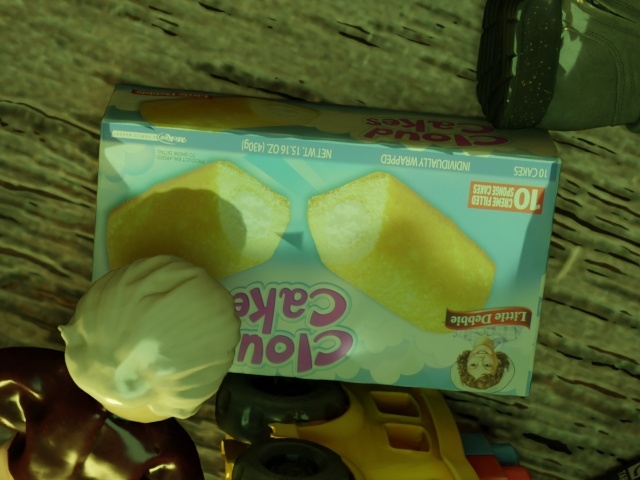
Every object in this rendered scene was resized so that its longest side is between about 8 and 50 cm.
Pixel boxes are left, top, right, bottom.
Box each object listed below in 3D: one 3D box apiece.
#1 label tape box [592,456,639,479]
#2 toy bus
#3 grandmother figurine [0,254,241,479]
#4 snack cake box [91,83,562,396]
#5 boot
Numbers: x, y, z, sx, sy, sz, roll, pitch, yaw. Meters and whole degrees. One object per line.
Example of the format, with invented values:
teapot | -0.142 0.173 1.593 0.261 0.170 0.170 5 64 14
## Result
label tape box | 0.156 0.258 1.105 0.347 0.249 0.115 -26 107 8
toy bus | 0.042 0.171 1.098 0.211 0.220 0.149 3 112 -8
grandmother figurine | -0.144 0.132 1.077 0.208 0.104 0.342 28 130 -8
snack cake box | 0.000 0.000 1.100 0.264 0.089 0.152 5 108 -2
boot | 0.184 -0.173 1.062 0.161 0.083 0.246 2 109 -14
